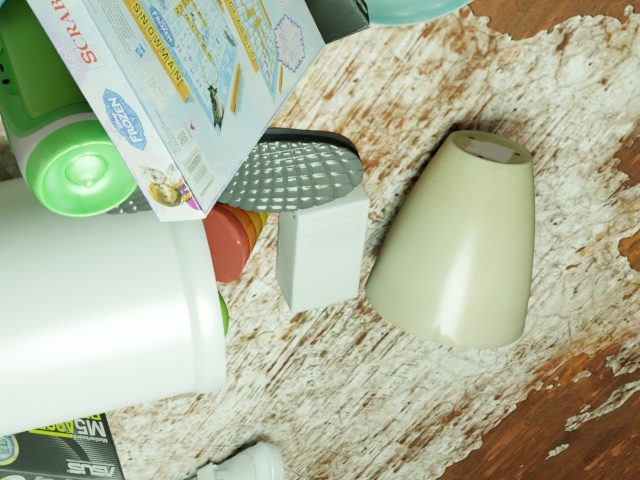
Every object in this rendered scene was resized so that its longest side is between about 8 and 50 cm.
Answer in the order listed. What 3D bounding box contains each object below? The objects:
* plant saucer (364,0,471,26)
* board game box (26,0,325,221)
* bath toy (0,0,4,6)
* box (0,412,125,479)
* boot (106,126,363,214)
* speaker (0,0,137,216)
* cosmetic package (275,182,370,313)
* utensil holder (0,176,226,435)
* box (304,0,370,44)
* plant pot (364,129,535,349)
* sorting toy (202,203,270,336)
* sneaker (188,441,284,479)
[{"bbox_3d":[0.128,-0.401,1.472,0.318,0.043,0.317,-15,141,-13],"label":"plant saucer"},{"bbox_3d":[-0.140,-0.240,1.231,0.066,0.318,0.318,-4,127,33],"label":"board game box"},{"bbox_3d":[-0.465,-0.286,1.153,0.348,0.129,0.151,12,87,-55],"label":"bath toy"},{"bbox_3d":[-0.435,0.274,1.785,0.270,0.216,0.060,17,125,-41],"label":"box"},{"bbox_3d":[-0.120,-0.149,1.429,0.338,0.222,0.118,1,139,-1],"label":"boot"},{"bbox_3d":[-0.282,-0.164,1.299,0.131,0.296,0.131,-16,141,-13],"label":"speaker"},{"bbox_3d":[0.000,0.000,1.831,0.117,0.085,0.231,-13,142,-17],"label":"cosmetic package"},{"bbox_3d":[-0.345,0.074,1.521,0.386,0.327,0.327,-13,140,-16],"label":"utensil holder"},{"bbox_3d":[-0.061,-0.291,1.449,0.184,0.045,0.190,-16,146,19],"label":"box"},{"bbox_3d":[0.223,-0.017,1.835,0.257,0.256,0.274,-1,120,-29],"label":"plant pot"},{"bbox_3d":[-0.150,0.062,1.828,0.126,0.127,0.365,-36,157,-41],"label":"sorting toy"},{"bbox_3d":[-0.235,0.489,2.214,0.210,0.137,0.366,16,129,-44],"label":"sneaker"}]
